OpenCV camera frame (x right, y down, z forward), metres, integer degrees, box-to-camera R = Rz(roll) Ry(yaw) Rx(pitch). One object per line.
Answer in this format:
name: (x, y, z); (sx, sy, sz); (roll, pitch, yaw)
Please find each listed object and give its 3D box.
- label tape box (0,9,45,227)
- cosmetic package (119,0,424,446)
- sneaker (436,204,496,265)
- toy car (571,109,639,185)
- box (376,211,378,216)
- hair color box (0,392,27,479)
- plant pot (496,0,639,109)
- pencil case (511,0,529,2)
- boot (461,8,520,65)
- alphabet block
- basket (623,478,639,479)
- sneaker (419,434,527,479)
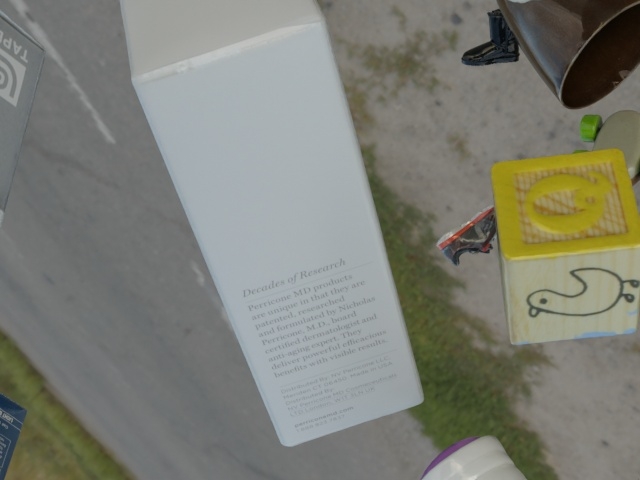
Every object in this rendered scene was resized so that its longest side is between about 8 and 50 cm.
label tape box: (-0.285, 0.051, 0.434); (0.249, 0.347, 0.115); (-4, 154, 27)
cosmetic package: (-0.039, -0.040, 0.955); (0.230, 0.162, 0.453); (-109, 2, -52)
sneaker: (0.269, -0.012, 1.603); (0.065, 0.158, 0.061); (59, -169, 13)
toy car: (0.559, -0.132, 1.790); (0.155, 0.149, 0.188); (8, 158, 32)
box: (0.000, 0.000, 1.416); (0.128, 0.257, 0.122); (-23, 117, 17)
hair color box: (-0.502, 0.352, 1.228); (0.174, 0.347, 0.105); (-30, 124, 26)
plant pot: (0.402, -0.371, 1.626); (0.230, 0.215, 0.215); (51, 161, 28)
pencil case: (0.404, -0.469, 1.392); (0.160, 0.410, 0.183); (58, 162, 22)
boot: (0.325, -0.383, 1.856); (0.045, 0.121, 0.099); (-99, 4, -57)
alphabet block: (0.348, 0.010, 1.405); (0.192, 0.193, 0.197); (-8, 137, 8)
basket: (0.353, 0.441, 1.081); (0.331, 0.267, 0.328); (82, 170, -66)
sneaker: (0.147, 0.303, 0.836); (0.152, 0.114, 0.305); (45, 156, 40)
